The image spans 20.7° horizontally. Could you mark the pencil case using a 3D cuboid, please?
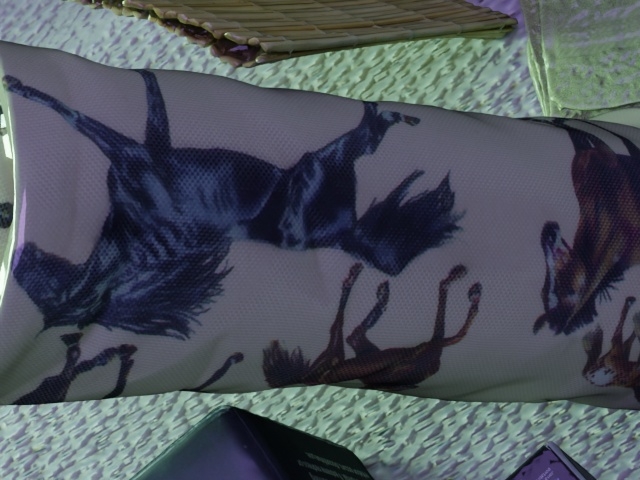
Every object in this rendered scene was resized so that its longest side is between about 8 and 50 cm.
[{"bbox_3d":[0.000,0.000,0.834,0.410,0.183,0.160,3,86,-27],"label":"pencil case"}]

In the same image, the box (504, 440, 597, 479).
[{"bbox_3d":[0.186,0.239,0.841,0.087,0.169,0.290,-42,68,3],"label":"box"}]

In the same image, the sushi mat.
[{"bbox_3d":[-0.020,-0.125,0.917,0.151,0.316,0.019,23,108,22],"label":"sushi mat"}]

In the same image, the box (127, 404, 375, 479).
[{"bbox_3d":[-0.016,0.330,0.861,0.293,0.212,0.395,-39,69,6],"label":"box"}]

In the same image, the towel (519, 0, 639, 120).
[{"bbox_3d":[0.188,-0.123,0.994,0.148,0.027,0.110,-13,74,16],"label":"towel"}]
